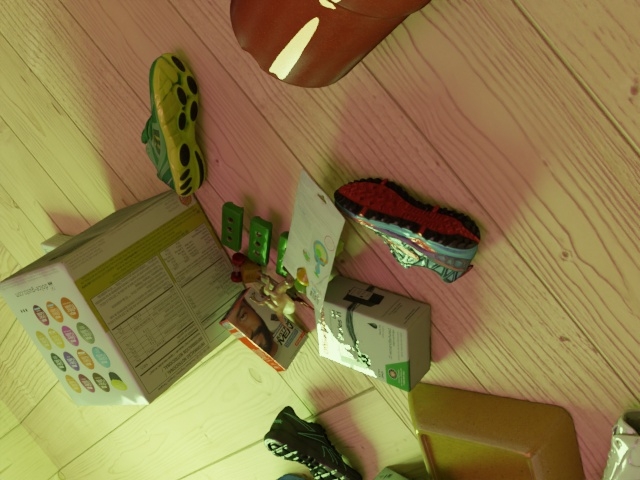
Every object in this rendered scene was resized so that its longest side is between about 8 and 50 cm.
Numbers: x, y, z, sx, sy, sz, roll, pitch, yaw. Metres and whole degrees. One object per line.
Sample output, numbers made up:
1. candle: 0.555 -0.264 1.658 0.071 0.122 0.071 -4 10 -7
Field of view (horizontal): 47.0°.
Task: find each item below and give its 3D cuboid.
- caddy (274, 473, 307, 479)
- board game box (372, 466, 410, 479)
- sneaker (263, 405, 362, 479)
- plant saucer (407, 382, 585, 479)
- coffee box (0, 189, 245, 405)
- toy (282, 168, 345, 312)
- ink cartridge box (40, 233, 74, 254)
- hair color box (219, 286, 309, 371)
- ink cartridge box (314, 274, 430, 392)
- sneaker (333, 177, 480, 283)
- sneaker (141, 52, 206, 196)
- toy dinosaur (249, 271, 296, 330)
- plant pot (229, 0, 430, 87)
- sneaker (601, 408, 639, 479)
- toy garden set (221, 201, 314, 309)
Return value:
1. caddy: -0.071 0.731 1.814 0.341 0.179 0.241 -6 105 53
2. board game box: 0.207 0.588 1.479 0.224 0.097 0.303 48 167 2
3. sneaker: -0.001 0.479 1.684 0.267 0.106 0.101 38 136 -17
4. plant saucer: 0.321 0.442 1.381 0.333 0.081 0.333 1 119 41
5. coffee box: -0.416 0.128 1.604 0.337 0.338 0.334 -13 110 46
6. toy: 0.000 0.000 1.296 0.137 0.056 0.237 51 142 32
7. ink cartridge box: -0.598 0.124 1.964 0.296 0.066 0.261 10 125 37
8. hair color box: -0.117 0.186 1.535 0.167 0.093 0.053 41 152 -12
9. ink cartridge box: 0.096 0.171 1.376 0.208 0.087 0.153 17 128 33
10. sneaker: 0.128 -0.007 1.210 0.262 0.104 0.125 28 137 25
11. sneaker: -0.303 -0.219 1.428 0.123 0.109 0.295 21 131 24
12. toy dinosaur: -0.090 0.123 1.468 0.092 0.053 0.183 25 137 18
13. plant pot: 0.016 -0.352 0.960 0.272 0.272 0.265 50 146 0
14. sneaker: 0.502 0.349 1.155 0.152 0.114 0.305 52 136 20
15. toy garden set: -0.087 0.042 1.475 0.244 0.049 0.204 28 138 17
